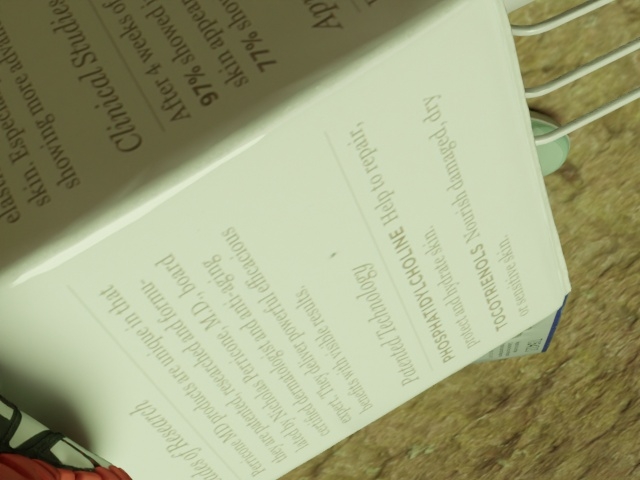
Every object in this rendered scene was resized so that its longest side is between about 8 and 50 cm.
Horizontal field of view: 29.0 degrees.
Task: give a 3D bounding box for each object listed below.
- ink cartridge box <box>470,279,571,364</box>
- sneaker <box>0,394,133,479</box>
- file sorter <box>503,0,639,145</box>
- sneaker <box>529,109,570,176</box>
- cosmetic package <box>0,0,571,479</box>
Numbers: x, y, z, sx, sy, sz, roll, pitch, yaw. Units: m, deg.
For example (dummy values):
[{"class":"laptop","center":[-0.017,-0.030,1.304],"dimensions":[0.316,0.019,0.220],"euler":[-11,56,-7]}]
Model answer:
[{"class":"ink cartridge box","center":[0.045,0.073,1.115],"dimensions":[0.330,0.072,0.324],"euler":[-11,164,3]},{"class":"sneaker","center":[-0.164,0.112,0.578],"dimensions":[0.097,0.135,0.276],"euler":[-44,167,-5]},{"class":"file sorter","center":[0.178,-0.233,0.928],"dimensions":[0.192,0.173,0.278],"euler":[-26,145,-8]},{"class":"sneaker","center":[0.162,-0.042,1.167],"dimensions":[0.255,0.151,0.094],"euler":[-9,137,-32]},{"class":"cosmetic package","center":[-0.108,-0.051,0.789],"dimensions":[0.393,0.329,0.327],"euler":[-31,145,-2]}]
